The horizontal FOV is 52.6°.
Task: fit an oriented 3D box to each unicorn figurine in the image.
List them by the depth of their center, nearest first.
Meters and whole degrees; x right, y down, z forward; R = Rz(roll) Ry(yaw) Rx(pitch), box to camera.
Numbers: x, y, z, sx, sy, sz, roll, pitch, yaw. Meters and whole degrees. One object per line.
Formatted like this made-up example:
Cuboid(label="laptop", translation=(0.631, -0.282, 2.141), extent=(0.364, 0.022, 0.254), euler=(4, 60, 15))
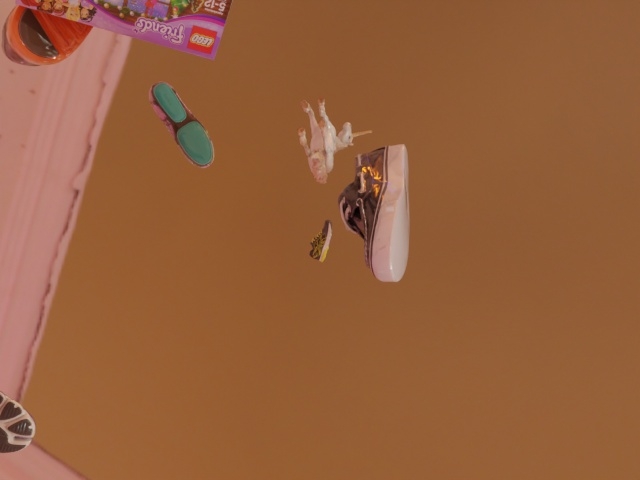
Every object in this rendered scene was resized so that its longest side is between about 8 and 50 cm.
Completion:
Cuboid(label="unicorn figurine", translation=(0.008, -0.142, 0.906), extent=(0.060, 0.111, 0.161), euler=(5, -129, 27))

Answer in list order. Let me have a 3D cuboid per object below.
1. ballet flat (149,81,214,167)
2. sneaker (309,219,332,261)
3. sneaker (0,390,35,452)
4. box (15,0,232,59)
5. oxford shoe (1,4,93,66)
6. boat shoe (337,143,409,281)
Cuboid(label="ballet flat", translation=(-0.318, -0.259, 1.481), extent=(0.077, 0.079, 0.221), euler=(-36, -87, -21))
Cuboid(label="sneaker", translation=(0.000, 0.000, 1.195), extent=(0.035, 0.031, 0.083), euler=(13, -72, 1))
Cuboid(label="sneaker", translation=(-0.394, 0.180, 0.741), extent=(0.170, 0.071, 0.068), euler=(25, -86, 8))
Cuboid(label="box", translation=(-0.267, -0.399, 0.933), extent=(0.057, 0.293, 0.200), euler=(-109, -143, -48))
Cuboid(label="oxford shoe", translation=(-0.390, -0.426, 1.073), extent=(0.133, 0.130, 0.363), euler=(7, -130, 48))
Cuboid(label="boat shoe", translation=(0.076, -0.047, 0.954), extent=(0.102, 0.108, 0.301), euler=(-5, -141, 12))
